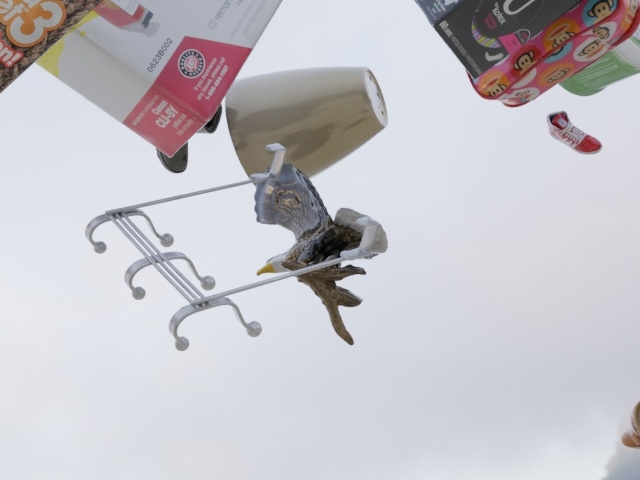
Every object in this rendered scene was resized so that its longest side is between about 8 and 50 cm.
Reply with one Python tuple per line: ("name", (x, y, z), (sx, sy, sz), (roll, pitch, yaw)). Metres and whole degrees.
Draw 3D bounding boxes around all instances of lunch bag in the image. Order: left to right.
("lunch bag", (0.357, -0.391, 1.428), (0.120, 0.258, 0.293), (5, -29, -46))

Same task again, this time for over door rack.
("over door rack", (-0.117, 0.009, 1.164), (0.324, 0.239, 0.108), (-25, -41, -30))

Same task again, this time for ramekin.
("ramekin", (0.602, -0.475, 1.840), (0.303, 0.303, 0.148), (14, -15, -36))

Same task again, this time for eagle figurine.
("eagle figurine", (-0.011, 0.001, 1.461), (0.225, 0.298, 0.226), (5, -62, -3))

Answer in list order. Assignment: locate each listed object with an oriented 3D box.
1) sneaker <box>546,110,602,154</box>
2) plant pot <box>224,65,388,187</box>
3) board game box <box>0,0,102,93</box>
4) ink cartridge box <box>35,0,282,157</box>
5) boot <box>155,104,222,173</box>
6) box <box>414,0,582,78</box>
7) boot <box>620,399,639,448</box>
("sneaker", (0.486, -0.209, 1.647), (0.042, 0.118, 0.067), (-52, -36, -8))
("plant pot", (-0.013, -0.249, 1.736), (0.274, 0.256, 0.256), (-16, -28, 20))
("board game box", (-0.325, -0.201, 0.617), (0.291, 0.232, 0.141), (-41, -29, 4))
("ink cartridge box", (-0.284, -0.353, 1.223), (0.385, 0.279, 0.160), (34, -26, -17))
("boot", (-0.260, -0.223, 1.713), (0.076, 0.189, 0.208), (-21, 19, -37))
("box", (0.281, -0.402, 1.275), (0.270, 0.143, 0.165), (-36, -36, 17))
("boot", (0.387, 0.208, 0.961), (0.197, 0.072, 0.152), (0, -21, -25))
